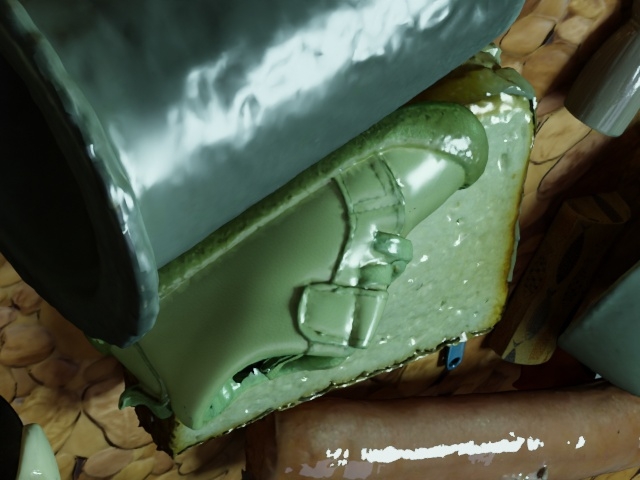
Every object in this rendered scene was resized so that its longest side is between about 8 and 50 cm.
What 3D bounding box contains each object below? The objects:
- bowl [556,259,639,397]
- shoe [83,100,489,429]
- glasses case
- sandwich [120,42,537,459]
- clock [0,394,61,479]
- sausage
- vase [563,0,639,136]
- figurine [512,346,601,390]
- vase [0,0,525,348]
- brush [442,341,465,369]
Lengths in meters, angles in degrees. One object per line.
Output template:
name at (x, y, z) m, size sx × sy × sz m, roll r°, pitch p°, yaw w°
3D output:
bowl at (0.353, 0.046, 1.482) m, size 0.289 × 0.146 × 0.289 m, roll -39°, pitch 170°, yaw -9°
shoe at (-0.013, 0.014, 1.028) m, size 0.262 × 0.128 × 0.140 m, roll -27°, pitch -175°, yaw -8°
glasses case at (0.208, 0.036, 1.509) m, size 0.065 × 0.041 × 0.170 m, roll -9°, pitch 138°, yaw -37°
sandwich at (0.000, 0.000, 1.205) m, size 0.301 × 0.099 × 0.271 m, roll -20°, pitch 139°, yaw -22°
clock at (-0.309, 0.237, 1.032) m, size 0.379 × 0.276 × 0.120 m, roll -33°, pitch 146°, yaw -16°
sausage at (0.129, 0.168, 1.479) m, size 0.419 × 0.094 × 0.094 m, roll -1°, pitch 165°, yaw -30°
vase at (0.230, -0.132, 1.315) m, size 0.053 × 0.053 × 0.100 m, roll 6°, pitch 122°, yaw -48°
figurine at (0.236, 0.121, 1.623) m, size 0.140 × 0.068 × 0.075 m, roll 2°, pitch 125°, yaw -38°
vase at (-0.047, -0.118, 0.892) m, size 0.291 × 0.245 × 0.245 m, roll -32°, pitch 147°, yaw -21°
brush at (0.120, 0.057, 1.473) m, size 0.051 × 0.014 × 0.164 m, roll -23°, pitch 145°, yaw -22°
